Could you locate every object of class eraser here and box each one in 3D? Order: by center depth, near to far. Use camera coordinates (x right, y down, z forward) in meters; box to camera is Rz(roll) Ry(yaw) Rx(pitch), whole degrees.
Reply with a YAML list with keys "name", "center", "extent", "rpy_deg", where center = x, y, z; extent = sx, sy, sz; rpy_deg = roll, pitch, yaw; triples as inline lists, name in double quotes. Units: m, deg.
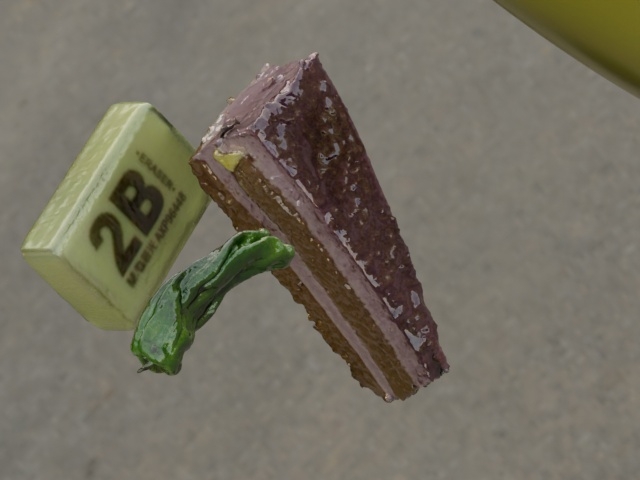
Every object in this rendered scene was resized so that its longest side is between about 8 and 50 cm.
- name: "eraser"
  center: [-0.169, -0.022, 1.568]
  extent: [0.058, 0.117, 0.172]
  rpy_deg: [-2, 50, 46]

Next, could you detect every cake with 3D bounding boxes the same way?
- name: "cake"
  center: [0.000, 0.000, 1.455]
  extent: [0.112, 0.295, 0.116]
  rpy_deg: [-30, 4, -32]

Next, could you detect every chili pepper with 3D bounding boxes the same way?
- name: "chili pepper"
  center: [-0.052, 0.025, 0.822]
  extent: [0.091, 0.034, 0.030]
  rpy_deg: [-44, 4, -14]

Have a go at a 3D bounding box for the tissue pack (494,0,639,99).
- name: "tissue pack"
  center: [0.112, -0.110, 0.577]
  extent: [0.127, 0.178, 0.123]
  rpy_deg: [-47, 37, 24]
